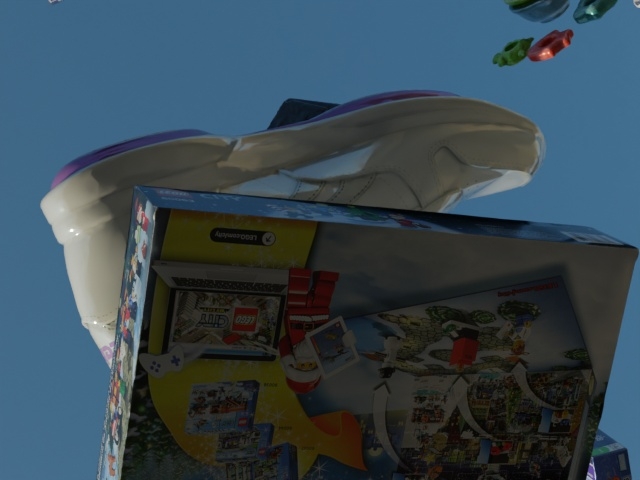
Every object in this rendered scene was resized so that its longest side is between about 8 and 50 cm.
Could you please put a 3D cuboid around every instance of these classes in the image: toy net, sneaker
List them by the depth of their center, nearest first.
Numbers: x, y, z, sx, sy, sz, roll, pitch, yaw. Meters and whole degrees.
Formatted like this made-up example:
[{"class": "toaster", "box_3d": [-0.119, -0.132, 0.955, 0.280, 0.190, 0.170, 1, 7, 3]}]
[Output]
[{"class": "sneaker", "box_3d": [0.000, 0.000, 0.691, 0.305, 0.114, 0.152, -13, -97, -21]}, {"class": "toy net", "box_3d": [0.246, -0.221, 1.047, 0.045, 0.232, 0.122, 51, -121, -20]}]

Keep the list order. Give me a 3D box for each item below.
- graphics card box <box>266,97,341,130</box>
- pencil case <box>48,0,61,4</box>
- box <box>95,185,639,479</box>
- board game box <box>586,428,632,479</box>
[{"class": "graphics card box", "box_3d": [0.040, 0.053, 1.229, 0.371, 0.094, 0.233, 44, -110, -39]}, {"class": "pencil case", "box_3d": [-0.197, -0.229, 0.757, 0.152, 0.070, 0.064, 50, -133, -19]}, {"class": "box", "box_3d": [0.022, 0.066, 0.543, 0.233, 0.044, 0.159, 5, -76, -22]}, {"class": "board game box", "box_3d": [0.241, 0.232, 1.119, 0.035, 0.201, 0.136, -13, -79, -8]}]
